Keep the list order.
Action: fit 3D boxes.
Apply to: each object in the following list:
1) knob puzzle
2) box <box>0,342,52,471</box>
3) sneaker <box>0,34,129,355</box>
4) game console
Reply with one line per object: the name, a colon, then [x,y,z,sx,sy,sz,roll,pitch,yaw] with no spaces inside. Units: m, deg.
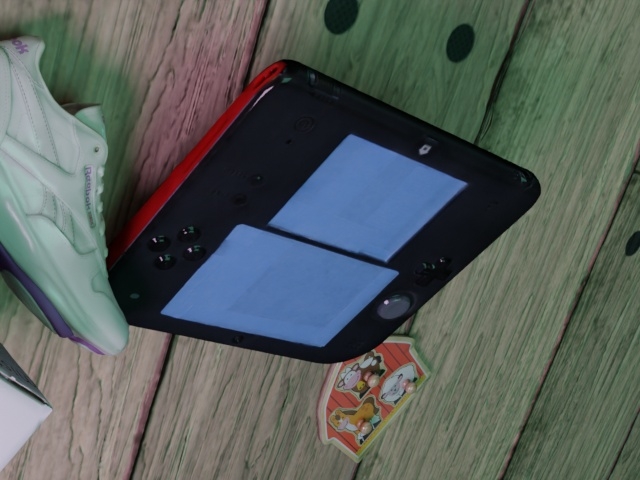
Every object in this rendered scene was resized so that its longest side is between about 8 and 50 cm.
knob puzzle: [0.071,0.210,1.330,0.213,0.030,0.213,-22,128,-31]
box: [-0.361,0.057,0.701,0.127,0.231,0.262,-49,138,-8]
sneaker: [-0.223,-0.031,0.834,0.152,0.114,0.305,-38,124,-24]
game console: [0.000,0.000,0.991,0.386,0.060,0.342,17,133,-41]
